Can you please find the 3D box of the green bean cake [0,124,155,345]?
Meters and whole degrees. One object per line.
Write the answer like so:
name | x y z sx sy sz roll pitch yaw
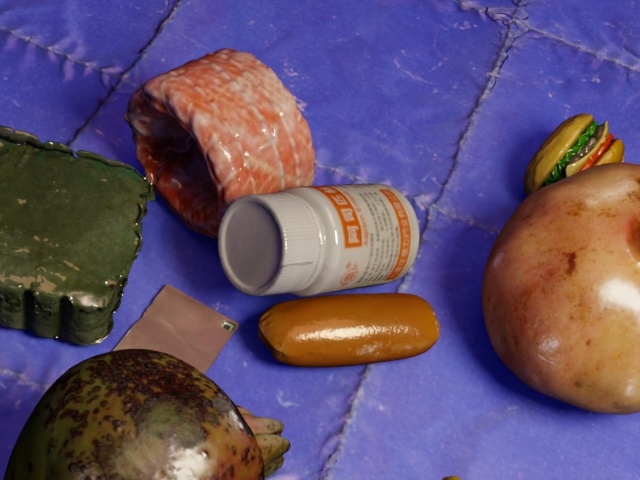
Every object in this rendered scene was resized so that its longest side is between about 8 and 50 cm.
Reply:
green bean cake | -0.351 -0.005 1.426 0.255 0.132 0.241 13 50 -7

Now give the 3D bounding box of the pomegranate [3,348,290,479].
pomegranate | -0.155 0.246 1.207 0.341 0.285 0.285 -11 52 -51

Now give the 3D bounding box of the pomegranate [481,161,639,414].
pomegranate | 0.377 0.050 1.451 0.338 0.338 0.338 7 50 -9

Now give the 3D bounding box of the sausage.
sausage | 0.036 0.115 1.458 0.238 0.098 0.098 -2 52 -19

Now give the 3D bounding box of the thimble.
thimble | -0.136 -0.128 1.517 0.162 0.239 0.239 -34 67 -30

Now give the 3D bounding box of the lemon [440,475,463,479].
lemon | 0.156 0.353 1.246 0.174 0.173 0.206 9 51 -8

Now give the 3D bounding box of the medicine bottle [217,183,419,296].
medicine bottle | 0.000 0.000 1.461 0.252 0.144 0.144 -8 52 -44

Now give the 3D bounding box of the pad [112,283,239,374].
pad | -0.195 0.144 1.428 0.113 0.006 0.187 29 52 7

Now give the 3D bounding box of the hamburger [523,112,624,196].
hamburger | 0.376 -0.110 1.691 0.115 0.162 0.162 38 52 9
